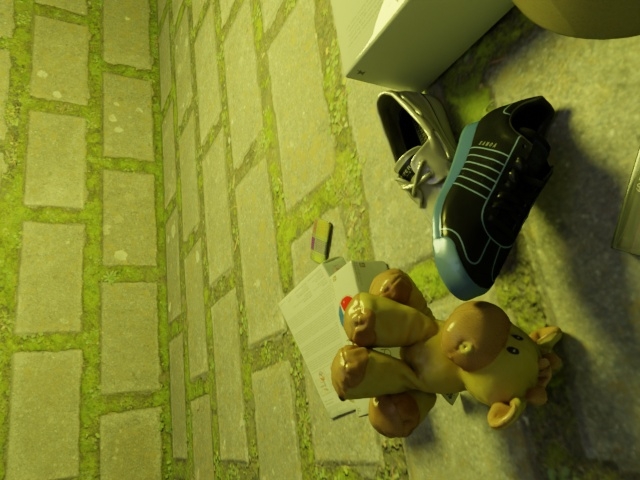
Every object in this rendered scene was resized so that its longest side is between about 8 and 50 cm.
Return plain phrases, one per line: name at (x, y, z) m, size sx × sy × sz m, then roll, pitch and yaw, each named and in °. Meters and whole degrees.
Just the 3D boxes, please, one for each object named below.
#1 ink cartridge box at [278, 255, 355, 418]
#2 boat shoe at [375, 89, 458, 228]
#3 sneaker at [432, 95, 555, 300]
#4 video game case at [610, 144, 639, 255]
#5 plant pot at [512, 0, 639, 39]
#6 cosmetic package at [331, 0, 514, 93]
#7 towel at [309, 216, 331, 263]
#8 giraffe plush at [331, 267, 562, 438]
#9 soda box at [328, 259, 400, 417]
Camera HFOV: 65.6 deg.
ink cartridge box at (0.027, 0.170, 0.860) m, size 0.233 × 0.066 × 0.189 m, roll 60°, pitch 141°, yaw 12°
boat shoe at (0.136, -0.090, 0.628) m, size 0.096 × 0.088 × 0.268 m, roll -46°, pitch 49°, yaw 49°
sneaker at (0.178, -0.052, 0.494) m, size 0.090 × 0.081 × 0.232 m, roll -25°, pitch 40°, yaw 51°
video game case at (0.348, -0.051, 0.317) m, size 0.274 × 0.026 × 0.196 m, roll 29°, pitch 112°, yaw 57°
plant pot at (0.224, -0.267, 0.357) m, size 0.191 × 0.283 × 0.284 m, roll 73°, pitch 175°, yaw -52°
cosmetic package at (0.124, -0.350, 0.625) m, size 0.224 × 0.138 × 0.225 m, roll -37°, pitch 55°, yaw 54°
towel at (0.000, 0.000, 0.942) m, size 0.060 × 0.009 × 0.084 m, roll 21°, pitch 106°, yaw 59°
giraffe plush at (0.142, 0.124, 0.514) m, size 0.170 × 0.210 × 0.182 m, roll -17°, pitch 48°, yaw 54°
soda box at (0.077, 0.140, 0.734) m, size 0.074 × 0.069 × 0.216 m, roll -44°, pitch 51°, yaw 50°
